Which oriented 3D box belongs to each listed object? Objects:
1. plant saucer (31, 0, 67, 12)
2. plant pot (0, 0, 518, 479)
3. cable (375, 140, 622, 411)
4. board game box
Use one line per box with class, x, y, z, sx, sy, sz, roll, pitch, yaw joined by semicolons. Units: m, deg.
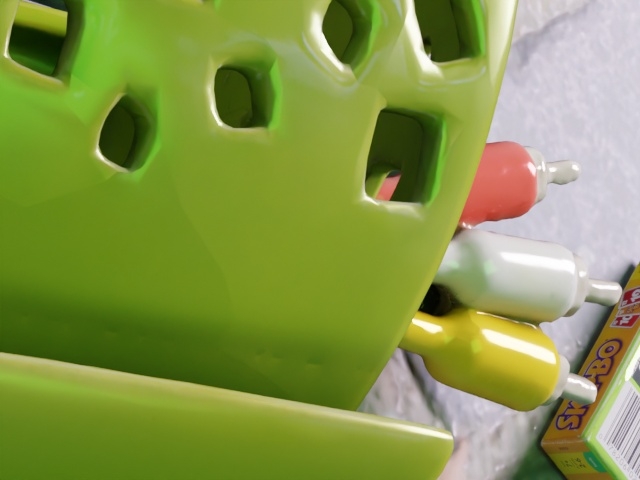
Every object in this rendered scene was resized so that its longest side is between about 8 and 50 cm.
plant saucer;-0.152;-0.124;0.638;0.192;0.018;0.067;14;54;-40
plant pot;-0.094;-0.014;0.523;0.227;0.228;0.207;13;71;-34
cable;0.000;0.000;0.730;0.287;0.072;0.139;1;80;-42
board game box;0.209;0.138;0.925;0.259;0.039;0.124;49;54;-22
